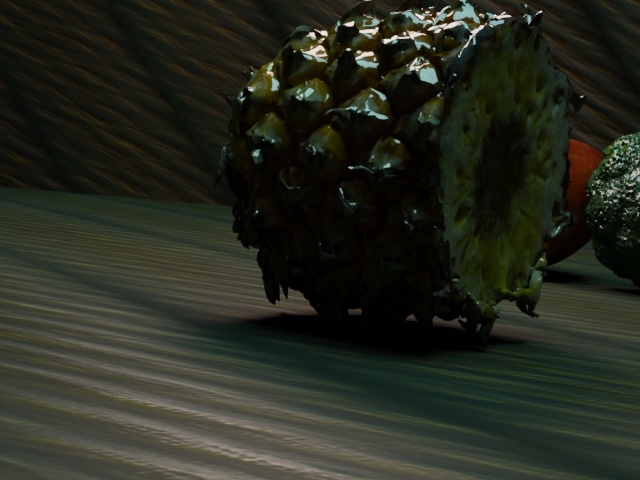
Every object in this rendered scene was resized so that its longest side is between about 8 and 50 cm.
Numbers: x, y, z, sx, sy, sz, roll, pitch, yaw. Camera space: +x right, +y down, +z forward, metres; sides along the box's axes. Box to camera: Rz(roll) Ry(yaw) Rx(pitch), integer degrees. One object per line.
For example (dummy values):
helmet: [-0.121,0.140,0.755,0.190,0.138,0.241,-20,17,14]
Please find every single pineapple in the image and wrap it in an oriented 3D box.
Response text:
pineapple: [0.070,-0.071,1.163,0.300,0.352,0.352,-1,0,36]

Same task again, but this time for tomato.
tomato: [0.315,-0.077,1.998,0.341,0.272,0.341,25,-1,1]

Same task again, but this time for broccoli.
broccoli: [0.536,-0.042,1.824,0.270,0.269,0.270,5,-7,11]
